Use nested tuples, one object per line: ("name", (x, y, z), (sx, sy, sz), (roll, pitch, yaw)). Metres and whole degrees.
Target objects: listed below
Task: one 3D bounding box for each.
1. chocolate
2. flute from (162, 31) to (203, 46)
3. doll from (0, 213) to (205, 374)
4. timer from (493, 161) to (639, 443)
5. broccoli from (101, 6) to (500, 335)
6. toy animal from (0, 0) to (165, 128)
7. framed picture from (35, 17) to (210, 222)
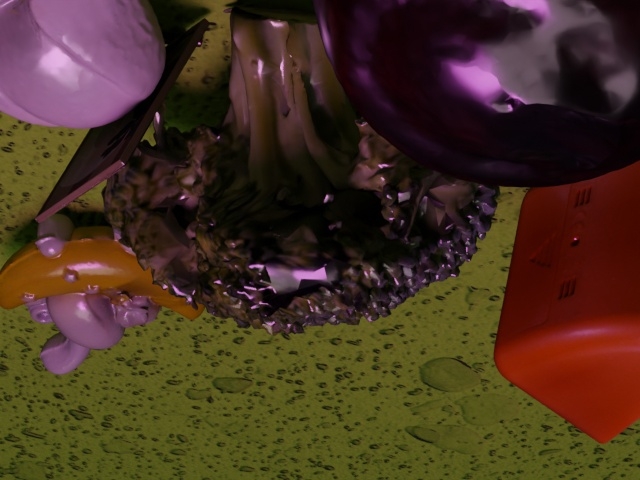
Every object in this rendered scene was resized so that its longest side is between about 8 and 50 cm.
("chocolate", (0.144, -0.203, 1.260), (0.383, 0.331, 0.384), (2, 154, 1))
("flute", (-0.244, -0.200, 1.675), (0.269, 0.014, 0.014), (6, 151, 1))
("doll", (-0.257, 0.055, 2.043), (0.237, 0.111, 0.252), (-17, 145, 9))
("timer", (0.309, 0.032, 1.737), (0.161, 0.257, 0.250), (29, 147, -23))
("broccoli", (-0.015, -0.047, 1.644), (0.277, 0.338, 0.317), (-10, 138, -32))
("toy animal", (-0.249, -0.209, 1.495), (0.289, 0.174, 0.249), (22, 148, -23))
("framed picture", (-0.178, -0.110, 1.610), (0.010, 0.201, 0.136), (43, 136, -19))
